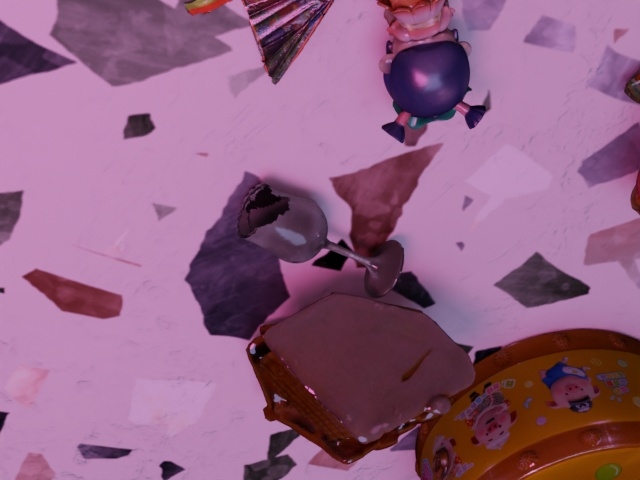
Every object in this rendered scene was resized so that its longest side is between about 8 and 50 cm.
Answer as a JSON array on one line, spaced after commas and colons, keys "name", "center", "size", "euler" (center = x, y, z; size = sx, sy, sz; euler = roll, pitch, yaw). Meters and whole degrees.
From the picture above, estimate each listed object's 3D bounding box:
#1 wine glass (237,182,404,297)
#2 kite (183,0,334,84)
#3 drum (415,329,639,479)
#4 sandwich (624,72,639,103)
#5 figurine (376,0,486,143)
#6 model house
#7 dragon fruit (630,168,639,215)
[{"name": "wine glass", "center": [0.000, 0.000, 1.213], "size": [0.195, 0.079, 0.079], "euler": [23, 120, -28]}, {"name": "kite", "center": [-0.052, -0.269, 1.035], "size": [0.183, 0.014, 0.241], "euler": [-19, 129, 7]}, {"name": "drum", "center": [0.351, 0.344, 1.468], "size": [0.431, 0.214, 0.431], "euler": [-6, 129, -7]}, {"name": "sandwich", "center": [0.416, -0.185, 1.182], "size": [0.135, 0.029, 0.067], "euler": [-23, 129, 6]}, {"name": "figurine", "center": [0.098, -0.198, 1.063], "size": [0.111, 0.102, 0.195], "euler": [-15, 130, 5]}, {"name": "model house", "center": [0.038, 0.165, 1.302], "size": [0.199, 0.219, 0.229], "euler": [-32, 177, -21]}, {"name": "dragon fruit", "center": [0.521, -0.071, 1.154], "size": [0.250, 0.315, 0.250], "euler": [-17, 115, -41]}]
